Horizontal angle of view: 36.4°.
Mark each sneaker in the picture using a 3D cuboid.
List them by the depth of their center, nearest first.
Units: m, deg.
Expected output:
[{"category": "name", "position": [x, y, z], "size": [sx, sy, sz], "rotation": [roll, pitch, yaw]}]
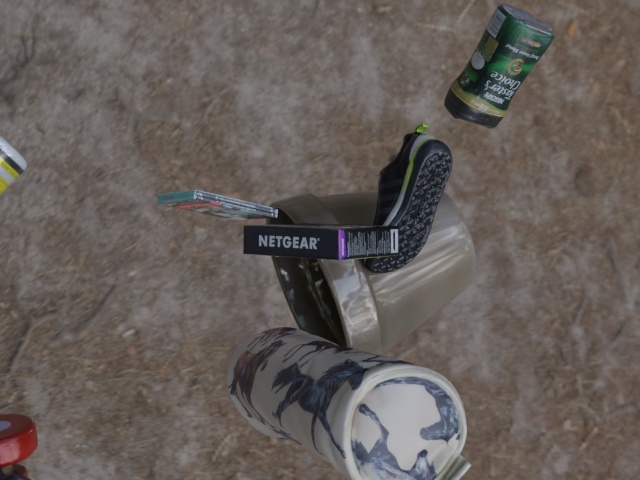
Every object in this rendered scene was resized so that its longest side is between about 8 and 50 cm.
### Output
[{"category": "sneaker", "position": [0.125, -0.062, 1.482], "size": [0.084, 0.097, 0.234], "rotation": [13, 110, -37]}]

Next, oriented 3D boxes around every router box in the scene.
[{"category": "router box", "position": [0.000, 0.000, 1.360], "size": [0.133, 0.179, 0.046], "rotation": [-3, 94, -49]}]

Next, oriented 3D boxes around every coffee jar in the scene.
[{"category": "coffee jar", "position": [0.270, -0.261, 1.492], "size": [0.096, 0.184, 0.079], "rotation": [10, 34, -32]}]

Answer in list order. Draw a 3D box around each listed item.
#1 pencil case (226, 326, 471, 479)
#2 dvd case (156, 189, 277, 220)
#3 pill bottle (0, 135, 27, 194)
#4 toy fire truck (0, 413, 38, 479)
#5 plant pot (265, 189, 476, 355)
[{"category": "pencil case", "position": [0.024, 0.215, 1.259], "size": [0.184, 0.410, 0.159], "rotation": [34, 78, -22]}, {"category": "dvd case", "position": [-0.124, -0.041, 1.175], "size": [0.120, 0.087, 0.013], "rotation": [14, 80, -37]}, {"category": "pill bottle", "position": [-0.483, -0.070, 1.274], "size": [0.103, 0.103, 0.184], "rotation": [44, 80, -13]}, {"category": "toy fire truck", "position": [-0.493, 0.319, 1.214], "size": [0.254, 0.302, 0.169], "rotation": [-16, 108, -39]}, {"category": "plant pot", "position": [0.099, 0.042, 1.654], "size": [0.281, 0.323, 0.323], "rotation": [-21, 88, -16]}]
